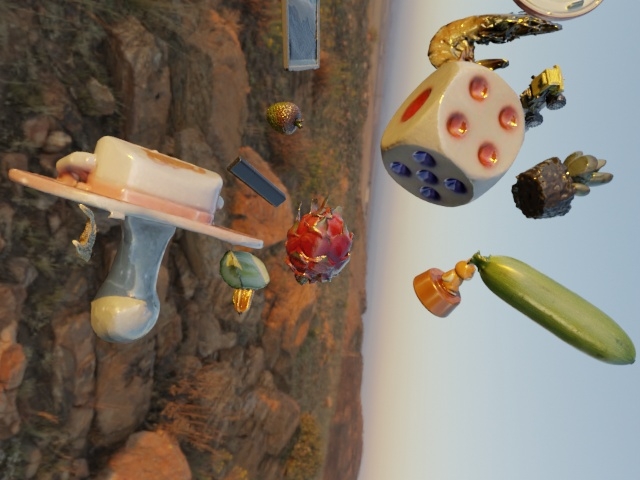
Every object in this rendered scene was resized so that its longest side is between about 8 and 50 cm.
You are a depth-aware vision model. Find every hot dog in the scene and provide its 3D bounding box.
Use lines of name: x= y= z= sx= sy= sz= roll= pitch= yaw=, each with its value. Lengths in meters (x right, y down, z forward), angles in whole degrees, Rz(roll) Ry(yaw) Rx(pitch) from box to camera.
hot dog: x=-0.209 y=0.143 z=1.388 sx=0.041 sy=0.056 sz=0.133 roll=108 pitch=-9 yaw=-60

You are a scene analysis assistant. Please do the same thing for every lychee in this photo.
lychee: x=-0.123 y=-0.430 z=1.800 sx=0.114 sy=0.146 sz=0.114 roll=20 pitch=90 yaw=-74

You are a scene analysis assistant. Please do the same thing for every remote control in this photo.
remote control: x=-0.200 y=-0.182 z=1.635 sx=0.245 sy=0.063 sz=0.025 roll=38 pitch=16 yaw=-47

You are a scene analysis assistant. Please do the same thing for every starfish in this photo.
starfish: x=-0.629 y=-0.015 z=1.378 sx=0.247 sy=0.050 sz=0.138 roll=158 pitch=-65 yaw=-67

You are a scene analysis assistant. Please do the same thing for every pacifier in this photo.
pacifier: x=-0.236 y=-0.017 z=0.684 sx=0.220 sy=0.332 sz=0.273 roll=-34 pitch=-127 yaw=39

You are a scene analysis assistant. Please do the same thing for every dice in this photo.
dice: x=0.321 y=-0.253 z=1.258 sx=0.259 sy=0.251 sz=0.243 roll=-58 pitch=-161 yaw=-17

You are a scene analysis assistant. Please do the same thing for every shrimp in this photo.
shrimp: x=0.488 y=-0.554 z=1.454 sx=0.071 sy=0.364 sz=0.233 roll=55 pitch=44 yaw=-58

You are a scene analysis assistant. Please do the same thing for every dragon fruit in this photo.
dragon fruit: x=0.000 y=0.000 z=1.422 sx=0.274 sy=0.192 sz=0.193 roll=-69 pitch=-162 yaw=-10

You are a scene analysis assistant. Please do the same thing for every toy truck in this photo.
toy truck: x=0.729 y=-0.476 z=1.745 sx=0.286 sy=0.111 sz=0.136 roll=121 pitch=-29 yaw=-68

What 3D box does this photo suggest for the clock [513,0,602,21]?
clock: x=0.523 y=-0.597 z=1.132 sx=0.056 sy=0.244 sz=0.245 roll=90 pitch=8 yaw=-77

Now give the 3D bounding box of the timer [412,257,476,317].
timer: x=0.334 y=0.104 z=1.302 sx=0.152 sy=0.132 sz=0.132 roll=-44 pitch=-164 yaw=31

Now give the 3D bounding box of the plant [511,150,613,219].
plant: x=0.658 y=-0.154 z=1.383 sx=0.147 sy=0.274 sz=0.149 roll=59 pitch=-21 yaw=19

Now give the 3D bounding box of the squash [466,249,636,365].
squash: x=0.506 y=0.141 z=1.129 sx=0.107 sy=0.395 sz=0.107 roll=-54 pitch=170 yaw=-14

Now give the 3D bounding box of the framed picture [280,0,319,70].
framed picture: x=-0.046 y=-0.524 z=1.271 sx=0.265 sy=0.018 sz=0.192 roll=-52 pitch=144 yaw=-64

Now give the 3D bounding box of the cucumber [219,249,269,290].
cucumber: x=-0.119 y=0.054 z=0.811 sx=0.067 sy=0.035 sz=0.107 roll=63 pitch=16 yaw=17
